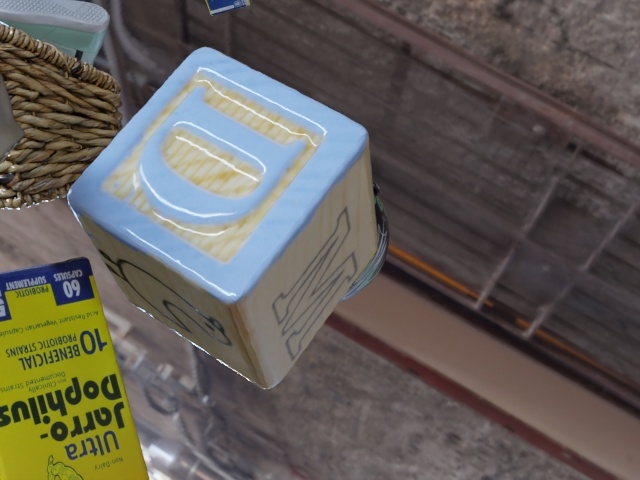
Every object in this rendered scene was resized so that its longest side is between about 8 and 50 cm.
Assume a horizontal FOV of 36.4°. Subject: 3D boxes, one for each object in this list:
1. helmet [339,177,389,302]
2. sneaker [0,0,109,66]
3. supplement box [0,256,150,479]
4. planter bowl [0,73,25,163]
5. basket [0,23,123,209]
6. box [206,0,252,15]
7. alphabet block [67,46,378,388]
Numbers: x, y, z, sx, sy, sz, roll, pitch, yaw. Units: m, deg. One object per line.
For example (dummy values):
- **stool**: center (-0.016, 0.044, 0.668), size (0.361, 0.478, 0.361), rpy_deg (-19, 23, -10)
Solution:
- **helmet**: center (0.000, 0.000, 1.189), size (0.169, 0.169, 0.161), rpy_deg (95, 176, -65)
- **sneaker**: center (-0.518, -0.366, 1.741), size (0.151, 0.256, 0.094), rpy_deg (118, 156, -43)
- **supplement box**: center (-0.369, 0.224, 1.206), size (0.195, 0.356, 0.194), rpy_deg (-20, -5, 41)
- **planter bowl**: center (-0.283, -0.076, 0.692), size (0.162, 0.109, 0.162), rpy_deg (-42, 15, 14)
- **basket**: center (-0.380, -0.178, 1.197), size (0.213, 0.299, 0.223), rpy_deg (-22, -69, -41)
- **box**: center (-0.140, -0.386, 1.272), size (0.054, 0.059, 0.169), rpy_deg (-76, -29, -59)
- **alphabet block**: center (-0.075, -0.017, 0.874), size (0.193, 0.192, 0.197), rpy_deg (-51, -23, -20)
